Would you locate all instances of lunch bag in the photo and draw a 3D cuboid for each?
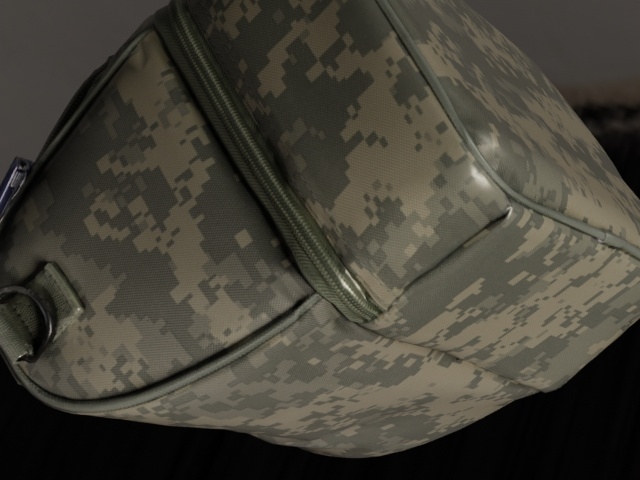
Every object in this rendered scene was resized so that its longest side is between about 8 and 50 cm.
[{"bbox_3d":[0.000,0.000,1.002,0.256,0.212,0.305,-41,154,14],"label":"lunch bag"}]
